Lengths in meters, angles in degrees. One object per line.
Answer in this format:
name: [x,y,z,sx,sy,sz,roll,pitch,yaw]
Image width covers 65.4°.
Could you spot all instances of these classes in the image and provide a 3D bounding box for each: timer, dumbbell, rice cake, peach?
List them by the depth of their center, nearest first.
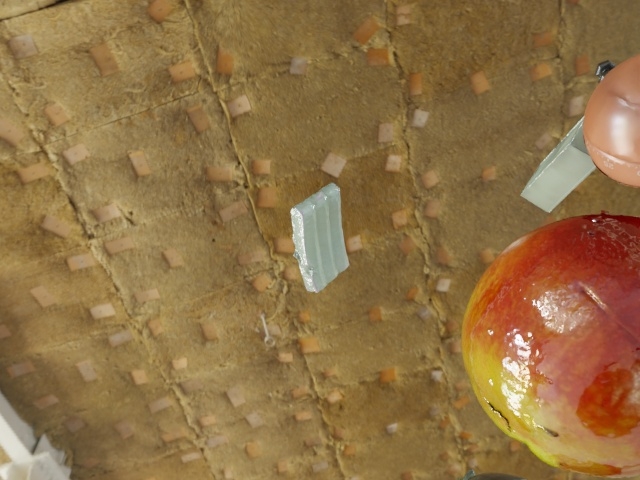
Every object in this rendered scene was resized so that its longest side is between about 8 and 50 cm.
peach: [0.393,0.144,0.727,0.369,0.370,0.371,-4,-64,-8]
timer: [0.600,-0.214,0.898,0.229,0.230,0.215,-27,-38,4]
rice cake: [0.000,0.000,1.026,0.127,0.043,0.237,-39,-40,-31]
dumbbell: [0.610,-0.353,1.061,0.040,0.083,0.036,-16,-60,32]

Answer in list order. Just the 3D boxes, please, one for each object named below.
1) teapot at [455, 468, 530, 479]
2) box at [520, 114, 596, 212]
teapot: [0.462,0.754,1.294,0.239,0.239,0.322,-20,-83,-27]
box: [0.604,-0.187,1.218,0.086,0.225,0.129,35,-115,10]
